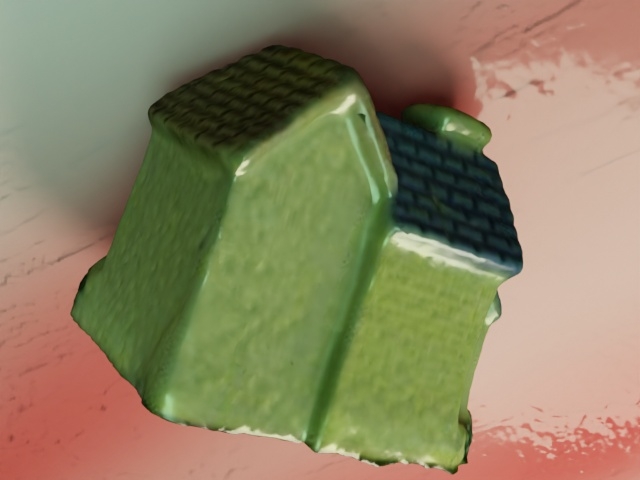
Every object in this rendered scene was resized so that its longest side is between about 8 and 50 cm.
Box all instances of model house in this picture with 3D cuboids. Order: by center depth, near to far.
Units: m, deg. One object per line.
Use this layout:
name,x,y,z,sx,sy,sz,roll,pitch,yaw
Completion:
model house,0.000,0.000,0.606,0.214,0.195,0.189,16,99,-28
